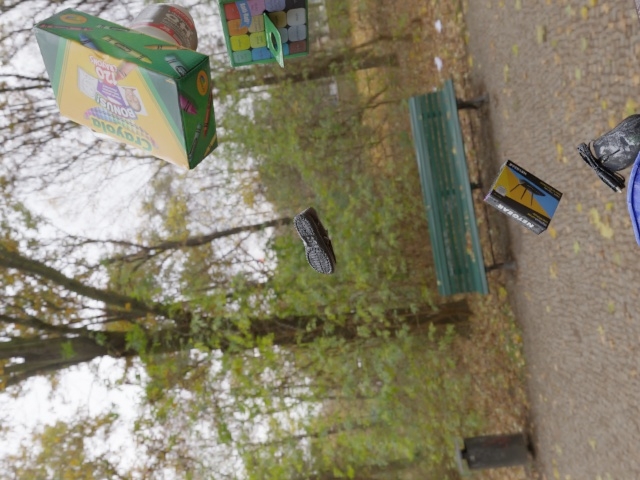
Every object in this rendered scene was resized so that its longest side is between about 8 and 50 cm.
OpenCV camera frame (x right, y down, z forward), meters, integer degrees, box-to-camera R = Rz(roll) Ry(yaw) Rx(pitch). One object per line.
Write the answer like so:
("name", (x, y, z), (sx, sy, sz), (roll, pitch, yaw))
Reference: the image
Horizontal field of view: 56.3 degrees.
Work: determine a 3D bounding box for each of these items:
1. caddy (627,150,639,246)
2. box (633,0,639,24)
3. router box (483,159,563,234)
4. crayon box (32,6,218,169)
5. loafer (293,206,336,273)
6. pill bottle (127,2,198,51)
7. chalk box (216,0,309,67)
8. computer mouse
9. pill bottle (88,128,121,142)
("caddy", (0.814, -0.110, 1.364), (0.179, 0.241, 0.341), (30, 161, 50))
("box", (0.893, -0.630, 1.478), (0.167, 0.168, 0.203), (75, -163, -60))
("router box", (0.551, -0.118, 1.625), (0.133, 0.178, 0.046), (-58, -1, -23))
("crayon box", (-0.300, -0.239, 0.939), (0.081, 0.278, 0.165), (-52, -23, -38))
("loafer", (0.000, 0.000, 1.638), (0.078, 0.080, 0.220), (-57, -40, -40))
("pill bottle", (-0.416, -0.511, 1.561), (0.319, 0.176, 0.176), (-91, -8, -54))
("chalk box", (-0.126, -0.487, 1.240), (0.180, 0.179, 0.289), (89, 168, -61))
("computer mouse", (0.845, -0.249, 1.692), (0.188, 0.072, 0.272), (51, 158, 11))
("pill bottle", (-0.398, -0.269, 1.320), (0.117, 0.214, 0.117), (11, -90, -73))
